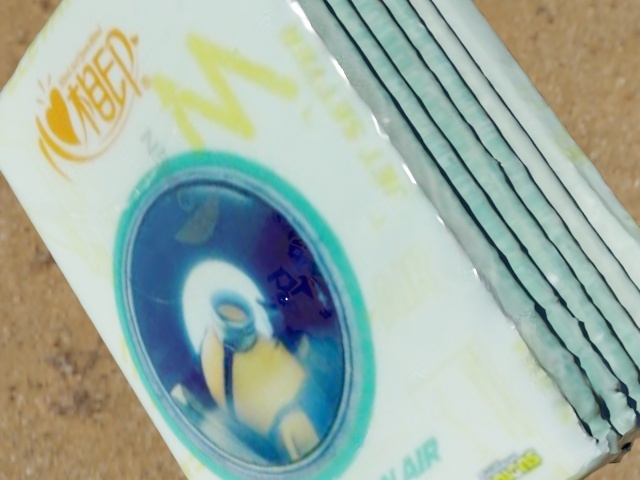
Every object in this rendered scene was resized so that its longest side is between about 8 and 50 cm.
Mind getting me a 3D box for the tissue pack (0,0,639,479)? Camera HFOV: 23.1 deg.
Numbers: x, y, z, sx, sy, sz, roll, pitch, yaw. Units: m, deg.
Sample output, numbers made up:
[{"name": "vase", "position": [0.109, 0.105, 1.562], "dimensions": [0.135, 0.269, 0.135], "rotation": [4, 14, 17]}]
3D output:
[{"name": "tissue pack", "position": [0.000, 0.000, 0.886], "dimensions": [0.162, 0.287, 0.388], "rotation": [-20, 72, -47]}]
